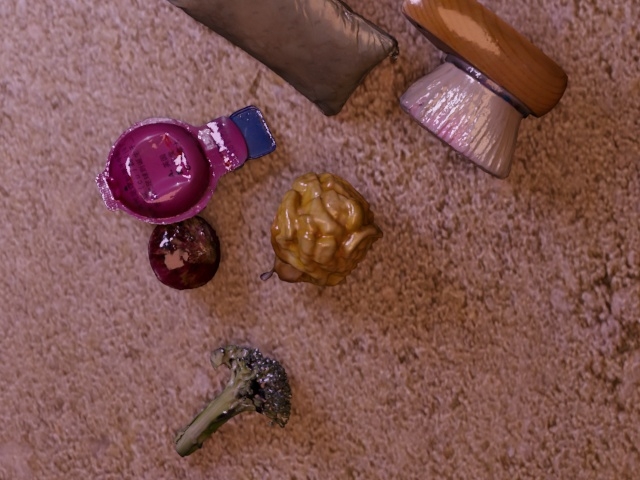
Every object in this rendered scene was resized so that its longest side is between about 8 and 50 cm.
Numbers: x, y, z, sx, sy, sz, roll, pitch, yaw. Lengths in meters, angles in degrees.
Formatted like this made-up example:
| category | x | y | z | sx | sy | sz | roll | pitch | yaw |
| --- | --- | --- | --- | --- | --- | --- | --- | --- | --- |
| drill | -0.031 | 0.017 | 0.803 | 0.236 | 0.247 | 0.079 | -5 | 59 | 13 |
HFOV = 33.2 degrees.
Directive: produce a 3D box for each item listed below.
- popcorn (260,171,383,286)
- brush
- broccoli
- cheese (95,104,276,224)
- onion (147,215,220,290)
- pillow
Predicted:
| category | x | y | z | sx | sy | sz | roll | pitch | yaw |
| --- | --- | --- | --- | --- | --- | --- | --- | --- | --- |
| popcorn | 0.010 | -0.014 | 1.432 | 0.140 | 0.194 | 0.163 | 29 | 63 | 10 |
| brush | 0.180 | -0.215 | 1.387 | 0.267 | 0.174 | 0.166 | 34 | 99 | -30 |
| broccoli | -0.130 | 0.236 | 1.519 | 0.204 | 0.118 | 0.122 | -38 | 132 | 20 |
| cheese | -0.183 | -0.108 | 1.453 | 0.244 | 0.062 | 0.155 | -25 | 80 | -11 |
| onion | -0.187 | 0.015 | 1.470 | 0.107 | 0.097 | 0.107 | 3 | 84 | -35 |
| pillow | -0.056 | -0.285 | 1.393 | 0.302 | 0.185 | 0.075 | 35 | 53 | -9 |
